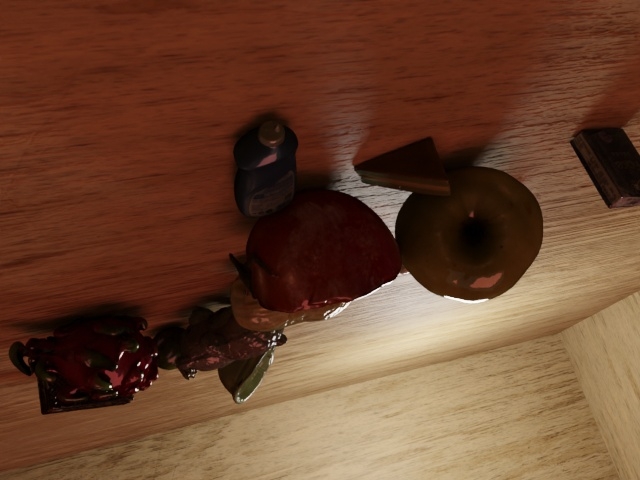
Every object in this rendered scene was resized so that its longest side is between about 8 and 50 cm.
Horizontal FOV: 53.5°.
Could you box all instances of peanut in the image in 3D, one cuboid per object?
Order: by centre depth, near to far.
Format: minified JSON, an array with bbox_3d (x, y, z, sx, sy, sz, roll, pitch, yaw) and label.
[{"bbox_3d":[-0.054,0.109,1.357,0.313,0.152,0.152,-8,158,-34],"label":"peanut"}]

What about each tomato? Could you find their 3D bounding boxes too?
[{"bbox_3d":[-0.004,-0.004,1.074,0.309,0.170,0.309,-10,-163,3],"label":"tomato"}]

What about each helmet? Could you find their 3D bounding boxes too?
[{"bbox_3d":[-0.224,0.337,1.812,0.204,0.137,0.257,-47,166,-45],"label":"helmet"}]

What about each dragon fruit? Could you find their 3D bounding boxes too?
[{"bbox_3d":[-0.483,0.254,1.344,0.273,0.218,0.198,-10,121,-6],"label":"dragon fruit"}]

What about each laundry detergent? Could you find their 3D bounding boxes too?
[{"bbox_3d":[-0.077,-0.104,0.910,0.097,0.061,0.206,-11,158,-12],"label":"laundry detergent"}]

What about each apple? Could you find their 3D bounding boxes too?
[{"bbox_3d":[0.271,-0.008,1.160,0.262,0.262,0.262,-15,159,-6],"label":"apple"}]

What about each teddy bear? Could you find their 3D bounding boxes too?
[{"bbox_3d":[-0.209,0.210,1.475,0.267,0.151,0.236,-17,-171,28],"label":"teddy bear"}]

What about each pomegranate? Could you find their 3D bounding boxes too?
[{"bbox_3d":[-0.355,0.281,1.562,0.114,0.142,0.114,-35,157,-18],"label":"pomegranate"}]

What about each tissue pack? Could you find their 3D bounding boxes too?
[{"bbox_3d":[0.546,-0.134,1.170,0.112,0.156,0.051,-6,152,-25],"label":"tissue pack"}]

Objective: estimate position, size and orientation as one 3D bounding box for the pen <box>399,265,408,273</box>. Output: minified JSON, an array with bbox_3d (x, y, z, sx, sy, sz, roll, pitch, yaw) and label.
[{"bbox_3d":[0.281,0.051,1.618,0.218,0.026,0.026,-21,159,12],"label":"pen"}]

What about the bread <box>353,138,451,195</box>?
[{"bbox_3d":[0.136,-0.099,1.052,0.139,0.084,0.074,-19,160,8],"label":"bread"}]

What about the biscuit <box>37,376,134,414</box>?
[{"bbox_3d":[-0.618,0.395,1.693,0.252,0.106,0.070,7,150,-45],"label":"biscuit"}]
